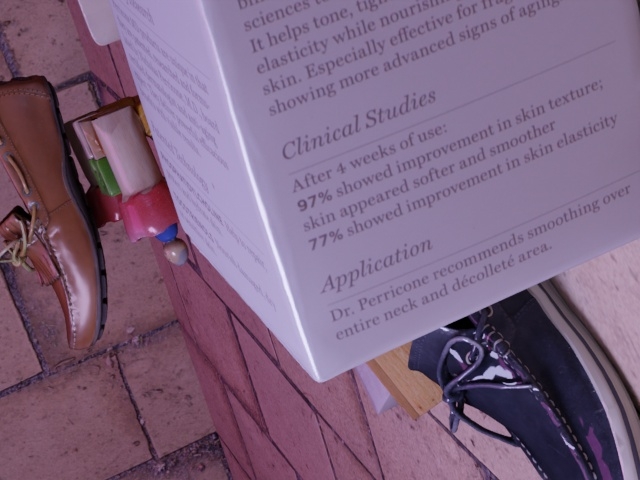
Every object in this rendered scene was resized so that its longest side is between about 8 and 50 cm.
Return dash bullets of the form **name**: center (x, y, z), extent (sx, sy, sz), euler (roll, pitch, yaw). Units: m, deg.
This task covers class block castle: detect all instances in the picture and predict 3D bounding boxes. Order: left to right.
- **block castle**: center (-0.155, -0.112, 2.281), extent (0.213, 0.303, 0.453), euler (67, 168, -8)

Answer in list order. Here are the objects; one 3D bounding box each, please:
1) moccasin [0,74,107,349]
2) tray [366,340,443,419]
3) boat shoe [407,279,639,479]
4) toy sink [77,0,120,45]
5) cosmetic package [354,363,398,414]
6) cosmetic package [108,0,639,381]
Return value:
- **moccasin**: center (-0.385, -0.030, 2.362), extent (0.139, 0.147, 0.380), euler (-149, 42, -72)
- **tray**: center (0.000, 0.000, 1.972), extent (0.411, 0.076, 0.203), euler (51, -172, -14)
- **boat shoe**: center (0.167, 0.108, 1.705), extent (0.500, 0.156, 0.187), euler (61, 164, 20)
- **toy sink**: center (-0.224, -0.368, 2.268), extent (0.131, 0.234, 0.153), euler (35, 146, 66)
- **cosmetic package**: center (0.094, 0.146, 2.257), extent (0.099, 0.060, 0.239), euler (62, 166, 13)
- **cosmetic package**: center (0.034, -0.172, 1.368), extent (0.327, 0.329, 0.393), euler (-135, 27, -59)
